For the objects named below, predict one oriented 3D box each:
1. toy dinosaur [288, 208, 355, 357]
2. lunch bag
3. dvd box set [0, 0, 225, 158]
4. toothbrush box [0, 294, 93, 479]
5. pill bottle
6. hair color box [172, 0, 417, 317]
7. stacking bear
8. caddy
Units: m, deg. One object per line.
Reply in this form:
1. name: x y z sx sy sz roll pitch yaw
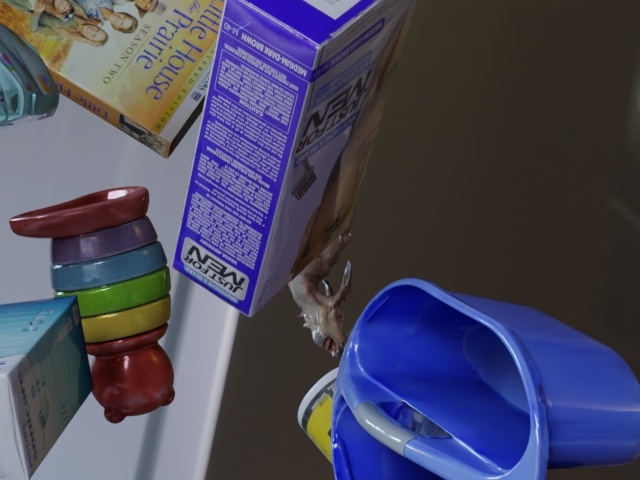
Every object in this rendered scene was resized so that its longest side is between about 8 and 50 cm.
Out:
1. toy dinosaur: 0.000 0.000 2.239 0.200 0.296 0.127 27 -7 -33
2. lunch bag: -0.426 -0.195 1.734 0.262 0.160 0.223 26 3 -1
3. dvd box set: -0.319 -0.348 2.286 0.420 0.308 0.062 32 -24 3
4. toothbrush box: -0.396 0.169 1.727 0.216 0.126 0.295 -7 12 6
5. pill bottle: 0.075 0.267 2.000 0.208 0.119 0.119 46 10 32
6. hair color box: -0.024 -0.110 1.451 0.110 0.185 0.339 33 -44 15
7. stacking bear: -0.266 0.087 2.007 0.175 0.289 0.164 -20 11 -42
8. caddy: 0.121 0.170 1.344 0.179 0.241 0.341 9 9 -27
